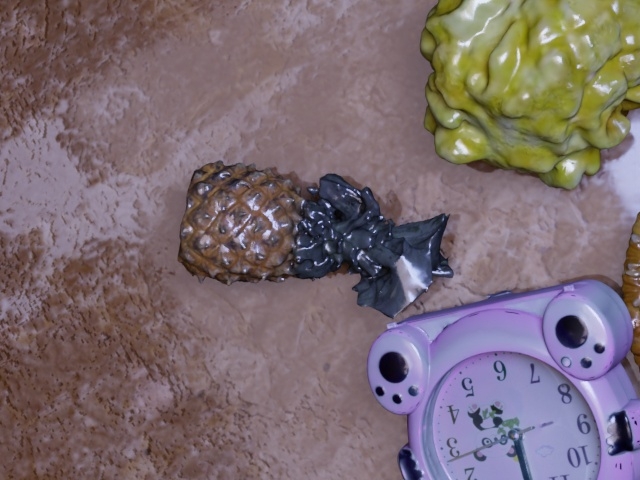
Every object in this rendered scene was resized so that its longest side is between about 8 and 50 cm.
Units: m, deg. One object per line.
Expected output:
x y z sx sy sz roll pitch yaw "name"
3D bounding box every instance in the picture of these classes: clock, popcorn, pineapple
0.173 0.167 1.511 0.228 0.090 0.248 -14 95 26 "clock"
0.196 -0.149 1.478 0.181 0.217 0.235 41 105 34 "popcorn"
0.000 0.000 1.558 0.237 0.111 0.119 8 114 6 "pineapple"

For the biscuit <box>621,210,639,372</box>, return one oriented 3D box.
0.400 0.044 1.488 0.305 0.038 0.305 0 95 1 "biscuit"
